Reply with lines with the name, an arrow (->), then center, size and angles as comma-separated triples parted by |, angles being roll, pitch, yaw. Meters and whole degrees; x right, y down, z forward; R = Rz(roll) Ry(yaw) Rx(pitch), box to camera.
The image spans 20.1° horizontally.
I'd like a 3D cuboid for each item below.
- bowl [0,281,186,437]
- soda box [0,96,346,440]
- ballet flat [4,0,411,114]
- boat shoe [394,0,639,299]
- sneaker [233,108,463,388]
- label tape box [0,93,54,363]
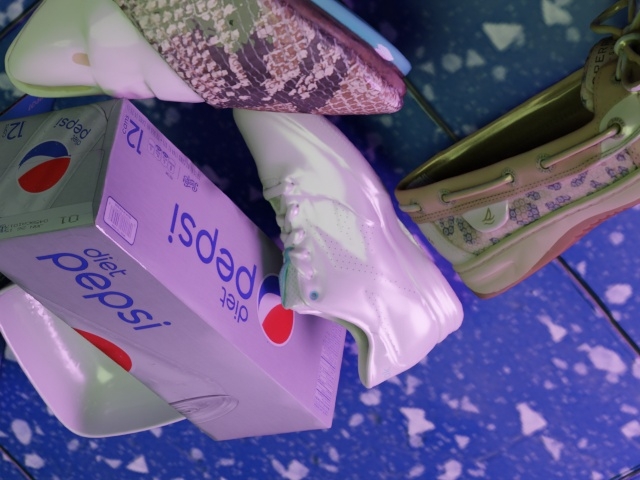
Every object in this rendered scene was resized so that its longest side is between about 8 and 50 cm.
bowl -> -0.149, 0.067, 1.290 | 0.142, 0.053, 0.142 | -16, 115, 28
soda box -> -0.093, 0.028, 1.142 | 0.098, 0.091, 0.286 | -8, 147, 28
ballet flat -> -0.171, -0.201, 1.062 | 0.483, 0.164, 0.182 | 45, 90, -4
boat shoe -> 0.155, -0.067, 1.048 | 0.089, 0.104, 0.285 | 42, 127, -8
sneaker -> 0.000, 0.000, 1.151 | 0.212, 0.094, 0.080 | 52, 164, -12
label tape box -> -0.304, 0.043, 1.232 | 0.106, 0.240, 0.333 | 25, 125, 10
